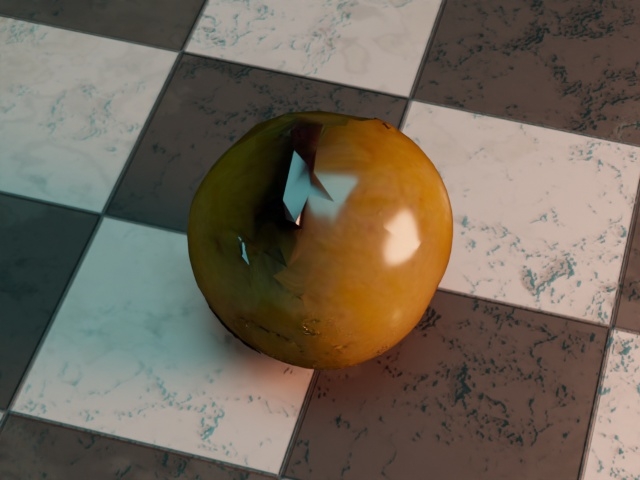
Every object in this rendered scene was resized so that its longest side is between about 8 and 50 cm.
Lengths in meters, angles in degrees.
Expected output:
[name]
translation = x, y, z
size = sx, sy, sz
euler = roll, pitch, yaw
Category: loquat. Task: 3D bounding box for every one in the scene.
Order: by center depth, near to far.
[loquat]
translation = 0.000, 0.000, 1.594
size = 0.235, 0.235, 0.235
euler = 1, 47, -1
